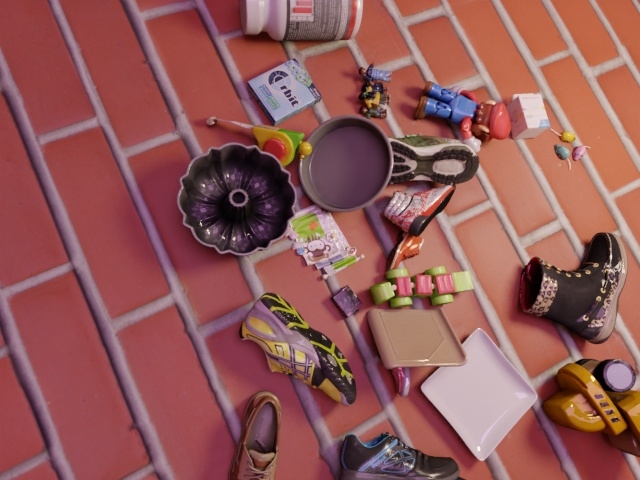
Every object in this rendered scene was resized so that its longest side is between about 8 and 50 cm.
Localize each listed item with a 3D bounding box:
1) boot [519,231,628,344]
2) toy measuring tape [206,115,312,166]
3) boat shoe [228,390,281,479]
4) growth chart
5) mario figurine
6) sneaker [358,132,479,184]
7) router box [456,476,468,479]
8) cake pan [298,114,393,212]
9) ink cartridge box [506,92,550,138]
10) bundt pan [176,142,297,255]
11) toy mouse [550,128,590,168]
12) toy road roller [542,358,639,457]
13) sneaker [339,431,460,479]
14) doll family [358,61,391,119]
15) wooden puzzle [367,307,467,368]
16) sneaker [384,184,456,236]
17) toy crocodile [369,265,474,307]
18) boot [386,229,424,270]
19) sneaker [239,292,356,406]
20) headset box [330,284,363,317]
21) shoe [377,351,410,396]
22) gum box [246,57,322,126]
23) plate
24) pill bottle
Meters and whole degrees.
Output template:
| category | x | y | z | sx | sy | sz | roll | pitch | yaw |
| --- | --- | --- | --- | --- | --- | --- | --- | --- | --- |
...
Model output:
| category | x | y | z | sx | sy | sz | roll | pitch | yaw |
| --- | --- | --- | --- | --- | --- | --- | --- | --- | --- |
| boot | 0.812 | 0.114 | 1.610 | 0.284 | 0.138 | 0.377 | 19 | 78 | -8 |
| toy measuring tape | -0.188 | -0.290 | 1.506 | 0.330 | 0.121 | 0.121 | 13 | 73 | 8 |
| boat shoe | -0.165 | 0.554 | 1.275 | 0.122 | 0.120 | 0.324 | 8 | 74 | -11 |
| growth chart | 0.000 | 0.000 | 1.507 | 0.172 | 0.021 | 0.237 | -33 | 85 | -17 |
| mario figurine | 0.482 | -0.412 | 1.693 | 0.320 | 0.170 | 0.198 | 22 | 108 | 4 |
| sneaker | 0.290 | -0.282 | 1.608 | 0.410 | 0.158 | 0.182 | 8 | 36 | -1 |
| router box | 0.268 | 0.791 | 1.335 | 0.309 | 0.081 | 0.243 | -3 | 77 | -14 |
| cake pan | 0.078 | -0.226 | 1.496 | 0.293 | 0.054 | 0.293 | -2 | 85 | 19 |
| ink cartridge box | 0.721 | -0.441 | 1.748 | 0.092 | 0.090 | 0.143 | -6 | 76 | -15 |
| bundt pan | -0.237 | -0.105 | 1.425 | 0.331 | 0.124 | 0.331 | 3 | 76 | -12 |
| toy mouse | 0.902 | -0.325 | 1.791 | 0.161 | 0.031 | 0.143 | 12 | 74 | -10 |
| toy road roller | 0.828 | 0.517 | 1.480 | 0.240 | 0.202 | 0.329 | -30 | 79 | -6 |
| sneaker | 0.219 | 0.594 | 1.353 | 0.340 | 0.125 | 0.140 | 5 | 70 | -14 |
| doll family | 0.173 | -0.495 | 1.649 | 0.111 | 0.076 | 0.193 | 7 | 70 | -7 |
| wooden puzzle | 0.271 | 0.281 | 1.433 | 0.238 | 0.044 | 0.221 | -1 | 35 | -11 |
| sneaker | 0.311 | -0.130 | 1.573 | 0.145 | 0.090 | 0.270 | 33 | 53 | 20 |
| toy crocodile | 0.307 | 0.138 | 1.498 | 0.340 | 0.105 | 0.115 | -3 | 77 | -14 |
| boot | 0.264 | 0.038 | 1.540 | 0.084 | 0.059 | 0.158 | 34 | 70 | -8 |
| sneaker | -0.056 | 0.317 | 1.374 | 0.147 | 0.145 | 0.385 | -44 | 91 | 12 |
| headset box | 0.080 | 0.183 | 1.472 | 0.062 | 0.032 | 0.083 | -37 | 85 | -19 |
| shoe | 0.210 | 0.359 | 1.444 | 0.081 | 0.063 | 0.178 | 6 | 70 | -10 |
| gum box | -0.114 | -0.474 | 1.590 | 0.184 | 0.041 | 0.157 | -34 | 85 | -18 |
| plate | 0.469 | 0.452 | 1.487 | 0.278 | 0.045 | 0.277 | -39 | 86 | -19 |
| pill bottle | -0.066 | -0.745 | 1.581 | 0.363 | 0.210 | 0.210 | -6 | 78 | -15 |
